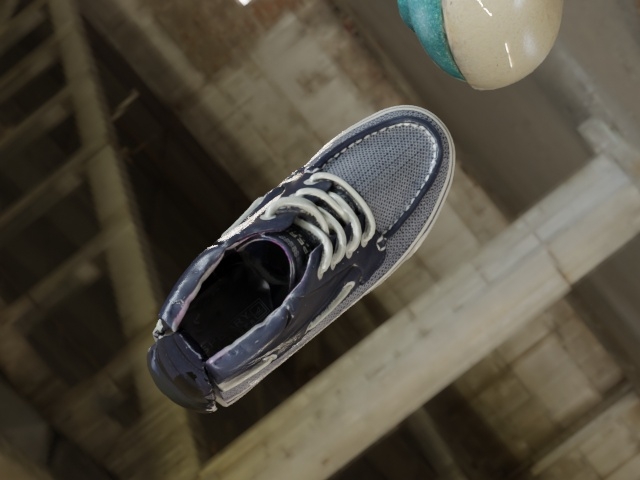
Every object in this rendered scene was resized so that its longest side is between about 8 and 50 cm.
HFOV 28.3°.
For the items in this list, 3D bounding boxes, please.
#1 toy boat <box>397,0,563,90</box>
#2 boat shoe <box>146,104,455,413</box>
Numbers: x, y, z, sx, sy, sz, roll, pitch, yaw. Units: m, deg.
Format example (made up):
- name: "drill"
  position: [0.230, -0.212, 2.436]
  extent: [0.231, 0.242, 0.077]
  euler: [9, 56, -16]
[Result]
- name: "toy boat"
  position: [0.087, -0.266, 0.899]
  extent: [0.318, 0.148, 0.267]
  euler: [39, -124, -64]
- name: "boat shoe"
  position: [0.000, 0.000, 1.037]
  extent: [0.127, 0.340, 0.158]
  euler: [41, 164, 4]
